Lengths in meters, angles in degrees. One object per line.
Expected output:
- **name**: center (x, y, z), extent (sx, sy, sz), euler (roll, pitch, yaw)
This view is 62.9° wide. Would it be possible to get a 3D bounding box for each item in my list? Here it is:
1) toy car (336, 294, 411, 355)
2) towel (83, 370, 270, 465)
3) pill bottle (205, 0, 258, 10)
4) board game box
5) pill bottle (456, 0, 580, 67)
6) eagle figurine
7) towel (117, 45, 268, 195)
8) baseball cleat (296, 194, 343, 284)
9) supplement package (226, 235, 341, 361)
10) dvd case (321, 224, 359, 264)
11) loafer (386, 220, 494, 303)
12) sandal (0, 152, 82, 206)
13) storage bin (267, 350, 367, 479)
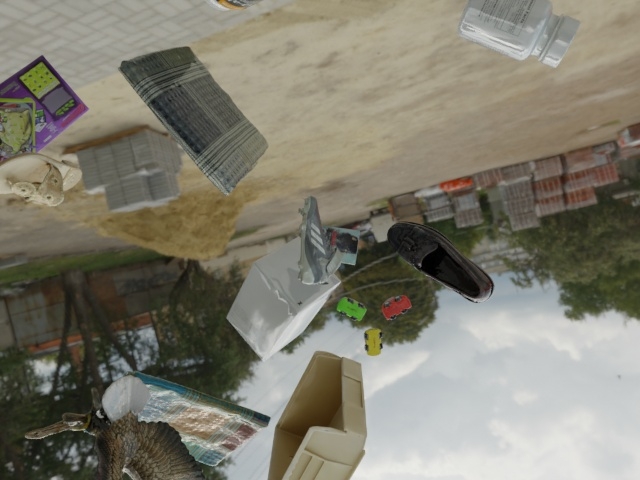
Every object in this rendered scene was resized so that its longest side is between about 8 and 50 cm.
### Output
- **toy car**: center (0.154, 0.246, 1.741), extent (0.225, 0.238, 0.053), euler (28, -171, -15)
- **towel**: center (-0.346, 0.441, 1.265), extent (0.370, 0.040, 0.271), euler (29, 124, -26)
- **pill bottle**: center (-0.200, -0.682, 1.335), extent (0.162, 0.162, 0.279), euler (-15, -163, -31)
- **board game box**: center (-0.899, -0.378, 1.585), extent (0.056, 0.208, 0.346), euler (-5, -138, 44)
- **pill bottle**: center (0.427, -0.467, 1.135), extent (0.230, 0.131, 0.131), euler (26, -173, 9)
- **eagle figurine**: center (-0.369, 0.434, 0.990), extent (0.226, 0.298, 0.225), euler (-34, 146, -20)
- **towel**: center (-0.251, -0.264, 1.114), extent (0.056, 0.312, 0.324), euler (-35, -165, 22)
- **baseball cleat**: center (0.000, 0.000, 1.205), extent (0.110, 0.205, 0.072), euler (3, -171, -8)
- **supplement package**: center (-0.108, 0.164, 1.438), extent (0.175, 0.177, 0.293), euler (-32, 163, -40)
- **dvd case**: center (0.033, 0.009, 1.298), extent (0.120, 0.087, 0.013), euler (9, 171, 1)
- **loafer**: center (0.285, 0.045, 1.279), extent (0.109, 0.303, 0.095), euler (-59, 158, 13)
- **sandal**: center (-0.492, -0.101, 0.955), extent (0.088, 0.079, 0.240), euler (-50, 180, 9)
- **storage bin**: center (-0.006, 0.412, 1.119), extent (0.123, 0.260, 0.262), euler (23, -161, -6)
